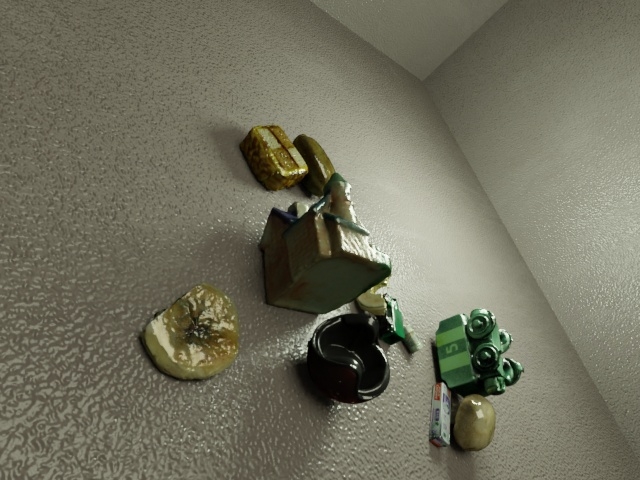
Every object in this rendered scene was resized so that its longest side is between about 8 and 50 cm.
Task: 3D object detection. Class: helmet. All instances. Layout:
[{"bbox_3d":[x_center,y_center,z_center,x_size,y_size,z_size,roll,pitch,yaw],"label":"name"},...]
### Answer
[{"bbox_3d":[0.066,0.290,1.021,0.216,0.193,0.189,36,40,-2],"label":"helmet"}]

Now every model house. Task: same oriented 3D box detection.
[{"bbox_3d":[0.000,0.000,1.113,0.245,0.312,0.280,18,48,-34],"label":"model house"}]

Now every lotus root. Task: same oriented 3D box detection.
[{"bbox_3d":[-0.028,-0.261,1.475,0.123,0.124,0.241,-16,71,-55],"label":"lotus root"}]

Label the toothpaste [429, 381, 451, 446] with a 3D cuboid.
[{"bbox_3d":[0.365,0.526,1.279,0.047,0.040,0.196,46,35,-15],"label":"toothpaste"}]

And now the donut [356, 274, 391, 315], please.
[{"bbox_3d":[0.167,0.166,1.334,0.065,0.108,0.166,54,35,-42],"label":"donut"}]

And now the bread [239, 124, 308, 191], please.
[{"bbox_3d":[-0.151,-0.275,1.373,0.181,0.096,0.222,-19,72,-52],"label":"bread"}]

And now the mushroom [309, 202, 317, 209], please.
[{"bbox_3d":[0.003,-0.087,1.411,0.085,0.085,0.079,-19,108,-54],"label":"mushroom"}]

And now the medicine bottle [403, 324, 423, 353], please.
[{"bbox_3d":[0.294,0.322,1.377,0.047,0.047,0.083,-17,72,-53],"label":"medicine bottle"}]

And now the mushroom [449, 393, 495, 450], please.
[{"bbox_3d":[0.462,0.553,1.285,0.166,0.127,0.166,-6,99,-44],"label":"mushroom"}]

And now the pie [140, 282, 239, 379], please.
[{"bbox_3d":[-0.251,0.194,0.879,0.185,0.052,0.218,51,37,-10],"label":"pie"}]

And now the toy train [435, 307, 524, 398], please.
[{"bbox_3d":[0.518,0.380,1.408,0.167,0.238,0.299,40,37,-28],"label":"toy train"}]

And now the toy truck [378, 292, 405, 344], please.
[{"bbox_3d":[0.216,0.246,1.342,0.079,0.065,0.147,31,39,-30],"label":"toy truck"}]
